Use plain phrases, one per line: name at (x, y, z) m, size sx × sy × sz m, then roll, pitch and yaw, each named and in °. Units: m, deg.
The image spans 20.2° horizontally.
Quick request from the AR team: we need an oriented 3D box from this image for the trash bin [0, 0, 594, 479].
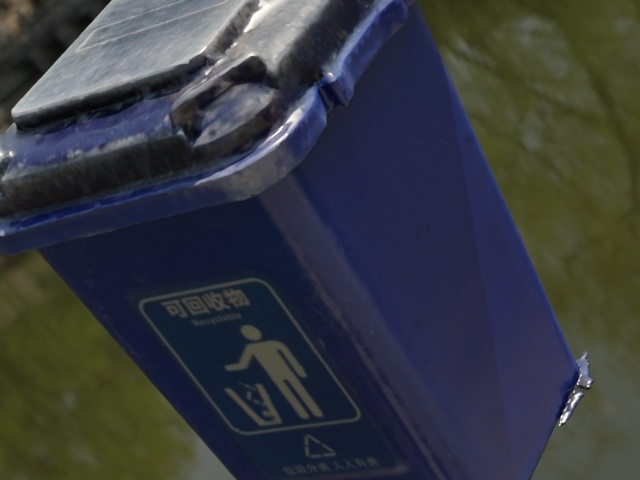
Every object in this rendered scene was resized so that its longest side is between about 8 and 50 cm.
trash bin at (0.000, 0.000, 0.724) m, size 0.162 × 0.234 × 0.184 m, roll -12°, pitch 31°, yaw 38°
